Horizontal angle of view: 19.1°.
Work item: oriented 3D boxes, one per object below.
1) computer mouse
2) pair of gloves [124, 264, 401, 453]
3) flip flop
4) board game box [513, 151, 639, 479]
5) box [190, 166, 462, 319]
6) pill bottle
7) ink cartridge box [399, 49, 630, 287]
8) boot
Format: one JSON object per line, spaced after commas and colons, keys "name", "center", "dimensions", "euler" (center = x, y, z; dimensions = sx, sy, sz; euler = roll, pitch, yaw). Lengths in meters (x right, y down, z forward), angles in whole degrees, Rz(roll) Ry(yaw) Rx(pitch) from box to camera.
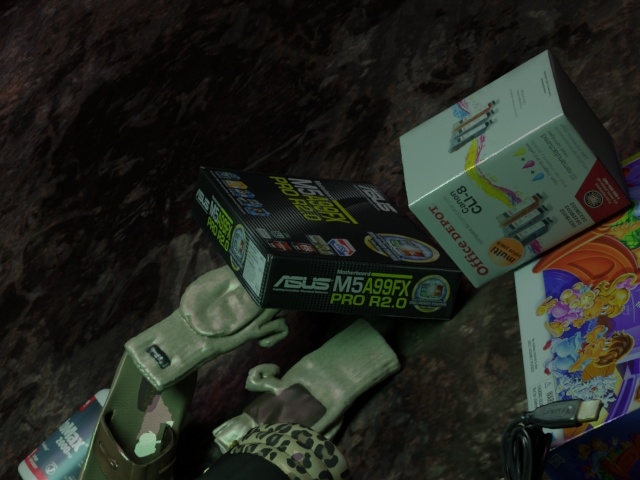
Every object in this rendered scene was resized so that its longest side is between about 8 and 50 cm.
{"name": "computer mouse", "center": [0.248, 0.217, 1.525], "dimensions": [0.262, 0.060, 0.184], "euler": [-7, 86, 52]}
{"name": "pair of gloves", "center": [-0.059, 0.126, 1.990], "dimensions": [0.204, 0.042, 0.240], "euler": [-42, 61, -17]}
{"name": "flip flop", "center": [-0.189, 0.217, 1.987], "dimensions": [0.080, 0.112, 0.277], "euler": [103, 180, -68]}
{"name": "board game box", "center": [0.300, 0.056, 1.734], "dimensions": [0.233, 0.078, 0.347], "euler": [-29, 31, 20]}
{"name": "box", "center": [0.000, 0.000, 2.037], "dimensions": [0.270, 0.216, 0.060], "euler": [-130, 48, -61]}
{"name": "pill bottle", "center": [-0.232, 0.226, 2.087], "dimensions": [0.180, 0.108, 0.108], "euler": [-43, 29, -5]}
{"name": "ink cartridge box", "center": [0.183, -0.067, 1.826], "dimensions": [0.176, 0.128, 0.127], "euler": [-31, 31, 19]}
{"name": "boot", "center": [-0.148, 0.307, 1.822], "dimensions": [0.284, 0.138, 0.377], "euler": [-34, -2, -30]}
